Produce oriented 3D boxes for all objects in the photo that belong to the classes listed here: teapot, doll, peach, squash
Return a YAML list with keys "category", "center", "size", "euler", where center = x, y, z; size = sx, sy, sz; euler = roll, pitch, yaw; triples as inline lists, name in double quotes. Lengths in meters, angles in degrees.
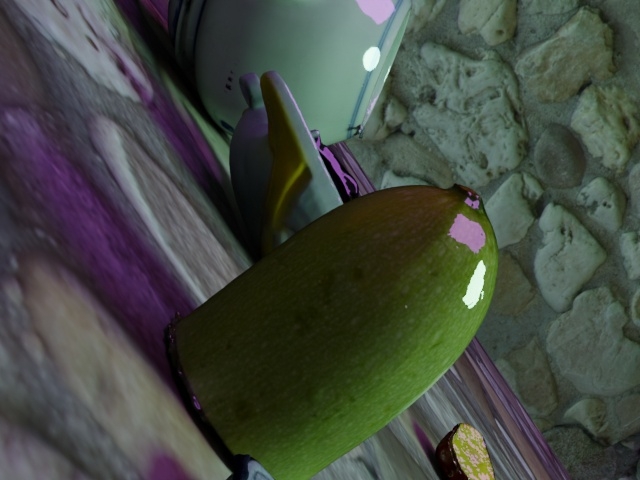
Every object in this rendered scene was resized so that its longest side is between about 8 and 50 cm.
- category: "teapot"
  center: [-0.058, -0.230, 0.902]
  size: [0.280, 0.252, 0.424]
  euler: [22, -15, 4]
- category: "doll"
  center: [-0.002, 0.001, 0.754]
  size: [0.316, 0.103, 0.145]
  euler: [63, 14, -2]
- category: "peach"
  center: [0.160, 0.249, 0.937]
  size: [0.083, 0.050, 0.077]
  euler: [49, 31, 7]
- category: "squash"
  center: [0.017, 0.039, 0.469]
  size: [0.123, 0.186, 0.123]
  euler: [49, 8, -10]

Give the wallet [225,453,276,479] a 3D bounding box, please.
- category: "wallet"
  center: [0.001, 0.194, 0.310]
  size: [0.167, 0.036, 0.222]
  euler: [56, 11, -15]
